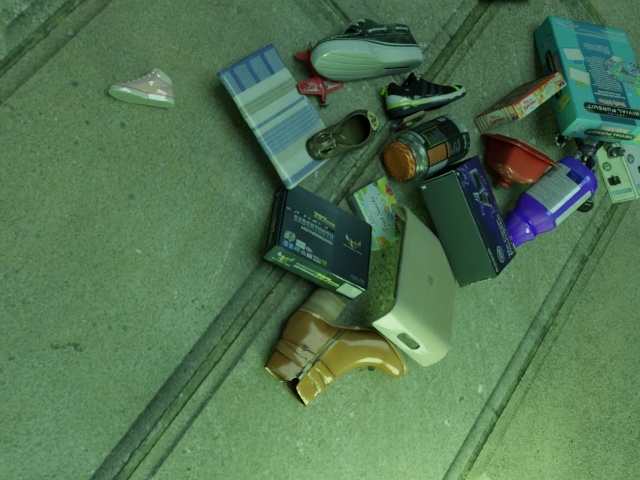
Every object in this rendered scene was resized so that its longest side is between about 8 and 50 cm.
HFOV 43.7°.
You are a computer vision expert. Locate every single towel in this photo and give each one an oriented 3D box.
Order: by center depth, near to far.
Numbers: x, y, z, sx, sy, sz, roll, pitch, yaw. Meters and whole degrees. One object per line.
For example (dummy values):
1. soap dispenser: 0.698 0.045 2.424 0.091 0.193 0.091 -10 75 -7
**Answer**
1. towel: -0.086 -0.263 1.694 0.285 0.034 0.209 57 42 -11

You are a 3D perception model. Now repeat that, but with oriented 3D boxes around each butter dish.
1. butter dish: 0.479 -0.186 1.987 0.160 0.160 0.118 23 96 -25

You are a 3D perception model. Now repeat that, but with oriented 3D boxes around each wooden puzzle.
1. wooden puzzle: 0.206 -0.274 1.871 0.116 0.078 0.014 -27 82 -22

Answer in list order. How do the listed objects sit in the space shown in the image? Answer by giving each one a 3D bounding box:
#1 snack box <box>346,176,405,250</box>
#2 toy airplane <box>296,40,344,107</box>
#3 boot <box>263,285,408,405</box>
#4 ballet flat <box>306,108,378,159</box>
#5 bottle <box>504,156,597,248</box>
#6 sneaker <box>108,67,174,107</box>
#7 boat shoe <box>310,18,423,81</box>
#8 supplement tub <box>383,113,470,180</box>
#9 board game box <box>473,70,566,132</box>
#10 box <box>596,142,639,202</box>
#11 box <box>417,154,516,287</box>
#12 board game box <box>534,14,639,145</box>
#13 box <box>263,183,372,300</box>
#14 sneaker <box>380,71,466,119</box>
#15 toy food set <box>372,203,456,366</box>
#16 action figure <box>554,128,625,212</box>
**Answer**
1. snack box: 0.132 -0.061 1.820 0.100 0.037 0.141 -30 98 -28
2. toy airplane: -0.012 -0.368 1.783 0.151 0.028 0.151 12 73 -44
3. boot: 0.036 0.260 1.680 0.283 0.109 0.220 43 65 -16
4. ballet flat: 0.063 -0.238 1.764 0.250 0.058 0.084 -29 93 -46
5. bottle: 0.550 -0.082 1.980 0.283 0.118 0.092 -41 142 -3
6. sneaker: -0.353 -0.309 1.576 0.134 0.051 0.070 6 79 -32
7. boat shoe: 0.094 -0.440 1.811 0.335 0.121 0.119 -11 75 -45
8. supplement tub: 0.246 -0.213 1.860 0.190 0.117 0.117 -25 96 -29
9. board game box: 0.501 -0.347 2.003 0.193 0.147 0.045 -37 102 -28
10. box: 0.846 -0.270 2.220 0.169 0.087 0.290 -24 95 -30
11. box: 0.347 -0.047 1.863 0.184 0.103 0.261 -31 100 -55
12. board game box: 0.719 -0.419 2.095 0.254 0.079 0.336 5 62 -19
13. box: 0.000 0.000 1.691 0.233 0.059 0.183 28 46 -24
14. sneaker: 0.248 -0.359 1.899 0.235 0.084 0.097 -19 91 -30
15. toy food set: 0.203 0.095 1.762 0.220 0.092 0.306 41 46 -38
16. action figure: 0.698 -0.216 2.098 0.099 0.185 0.285 55 51 -64
